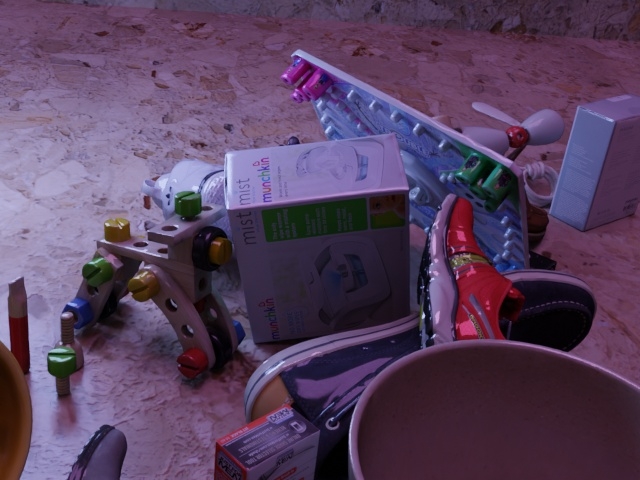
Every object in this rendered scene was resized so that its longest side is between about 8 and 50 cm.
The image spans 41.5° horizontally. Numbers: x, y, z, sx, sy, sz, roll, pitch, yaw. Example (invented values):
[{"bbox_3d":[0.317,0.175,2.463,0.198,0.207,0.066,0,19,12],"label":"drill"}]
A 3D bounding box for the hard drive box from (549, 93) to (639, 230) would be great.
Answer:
[{"bbox_3d":[0.562,-0.154,1.651,0.181,0.232,0.089,-15,36,-36],"label":"hard drive box"}]

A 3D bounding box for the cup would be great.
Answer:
[{"bbox_3d":[0.175,0.282,0.769,0.331,0.236,0.331,5,31,-3],"label":"cup"}]

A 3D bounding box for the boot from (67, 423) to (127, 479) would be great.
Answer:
[{"bbox_3d":[-0.183,0.301,0.838,0.161,0.083,0.246,12,35,-4],"label":"boot"}]

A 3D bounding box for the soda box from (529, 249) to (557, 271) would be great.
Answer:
[{"bbox_3d":[0.309,0.035,1.437,0.169,0.053,0.060,26,34,31],"label":"soda box"}]

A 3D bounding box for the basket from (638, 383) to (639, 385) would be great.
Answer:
[{"bbox_3d":[0.420,0.254,0.840,0.223,0.213,0.299,-23,35,-2],"label":"basket"}]

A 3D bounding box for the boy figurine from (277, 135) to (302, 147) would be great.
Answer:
[{"bbox_3d":[0.057,-0.129,1.638,0.285,0.092,0.177,17,30,15],"label":"boy figurine"}]

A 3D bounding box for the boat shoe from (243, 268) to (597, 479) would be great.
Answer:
[{"bbox_3d":[0.156,0.169,1.042,0.500,0.186,0.156,-14,40,-25],"label":"boat shoe"}]

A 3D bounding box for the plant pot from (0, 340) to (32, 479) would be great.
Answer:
[{"bbox_3d":[-0.460,0.176,0.834,0.239,0.253,0.254,10,25,37],"label":"plant pot"}]

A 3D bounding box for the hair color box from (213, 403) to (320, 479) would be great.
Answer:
[{"bbox_3d":[-0.057,0.256,0.837,0.093,0.167,0.053,-19,39,-40],"label":"hair color box"}]

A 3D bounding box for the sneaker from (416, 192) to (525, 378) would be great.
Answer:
[{"bbox_3d":[0.175,0.056,0.980,0.119,0.107,0.279,8,43,1],"label":"sneaker"}]

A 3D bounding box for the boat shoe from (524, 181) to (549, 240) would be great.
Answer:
[{"bbox_3d":[0.328,-0.069,1.501,0.111,0.104,0.307,29,16,38],"label":"boat shoe"}]

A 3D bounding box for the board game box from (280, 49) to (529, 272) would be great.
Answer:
[{"bbox_3d":[0.137,-0.084,1.295,0.390,0.390,0.050,34,77,27],"label":"board game box"}]

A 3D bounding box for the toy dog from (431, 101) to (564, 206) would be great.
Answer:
[{"bbox_3d":[0.322,-0.184,1.734,0.334,0.220,0.161,5,-4,-18],"label":"toy dog"}]

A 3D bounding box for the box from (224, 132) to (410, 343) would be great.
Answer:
[{"bbox_3d":[0.000,0.000,1.156,0.231,0.261,0.126,-7,44,-2],"label":"box"}]

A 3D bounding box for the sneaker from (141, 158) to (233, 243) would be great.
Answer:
[{"bbox_3d":[-0.111,-0.061,1.388,0.210,0.137,0.366,14,5,38],"label":"sneaker"}]

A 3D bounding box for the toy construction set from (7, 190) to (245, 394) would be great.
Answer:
[{"bbox_3d":[-0.251,0.042,1.106,0.309,0.237,0.257,-16,37,-35],"label":"toy construction set"}]
